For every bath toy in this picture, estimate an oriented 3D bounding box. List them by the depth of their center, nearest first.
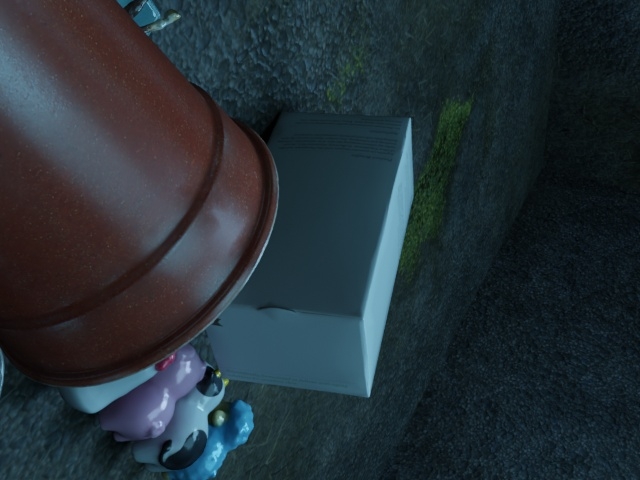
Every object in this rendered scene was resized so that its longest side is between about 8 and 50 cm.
[{"bbox_3d":[-0.184,0.177,0.935,0.348,0.129,0.151,67,13,-57],"label":"bath toy"}]

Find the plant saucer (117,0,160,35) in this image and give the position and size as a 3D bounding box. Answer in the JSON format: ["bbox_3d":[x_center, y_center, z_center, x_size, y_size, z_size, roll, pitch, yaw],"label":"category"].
[{"bbox_3d":[-0.205,-0.247,0.722,0.067,0.018,0.192,-63,156,-16],"label":"plant saucer"}]

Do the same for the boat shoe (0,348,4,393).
[{"bbox_3d":[-0.367,0.214,0.586,0.130,0.132,0.355,37,64,-63],"label":"boat shoe"}]

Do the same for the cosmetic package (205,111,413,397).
[{"bbox_3d":[0.000,0.000,1.005,0.155,0.197,0.365,82,20,-45],"label":"cosmetic package"}]

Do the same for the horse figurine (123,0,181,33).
[{"bbox_3d":[-0.205,-0.210,0.665,0.174,0.066,0.263,-39,155,-15],"label":"horse figurine"}]

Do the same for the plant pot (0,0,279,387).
[{"bbox_3d":[-0.207,-0.076,0.554,0.272,0.272,0.265,-61,142,-22],"label":"plant pot"}]
